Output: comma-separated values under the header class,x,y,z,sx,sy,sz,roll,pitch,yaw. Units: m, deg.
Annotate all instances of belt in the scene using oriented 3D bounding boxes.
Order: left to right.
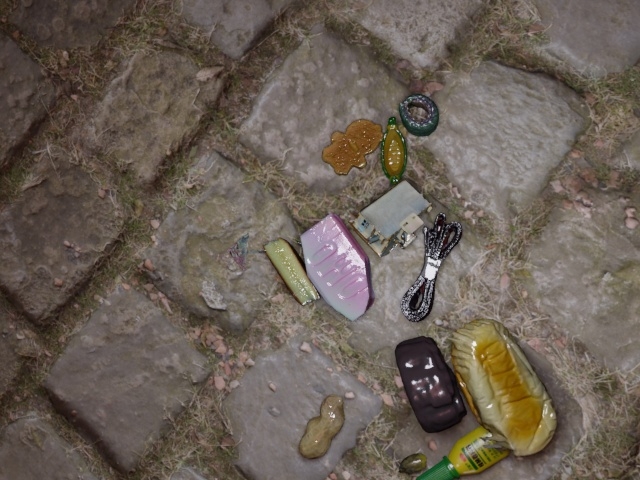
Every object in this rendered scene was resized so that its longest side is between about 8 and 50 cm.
class,x,y,z,sx,sy,sz,roll,pitch,yaw
belt,0.352,0.091,1.674,0.126,0.094,0.360,18,89,10

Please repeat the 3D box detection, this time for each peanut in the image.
class,x,y,z,sx,sy,sz,roll,pitch,yaw
peanut,0.009,0.606,1.698,0.104,0.085,0.228,34,91,33

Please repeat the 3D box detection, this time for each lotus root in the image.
class,x,y,z,sx,sy,sz,roll,pitch,yaw
lotus root,0.287,0.699,1.638,0.099,0.054,0.049,-26,89,9

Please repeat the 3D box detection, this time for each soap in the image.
class,x,y,z,sx,sy,sz,roll,pitch,yaw
soap,0.062,0.094,1.709,0.192,0.109,0.324,-36,87,10

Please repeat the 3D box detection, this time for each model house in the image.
class,x,y,z,sx,sy,sz,roll,pitch,yaw
model house,0.215,-0.042,1.682,0.178,0.206,0.271,45,56,10

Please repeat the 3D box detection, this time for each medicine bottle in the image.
class,x,y,z,sx,sy,sz,roll,pitch,yaw
medicine bottle,0.428,0.677,1.599,0.309,0.076,0.111,-36,76,8

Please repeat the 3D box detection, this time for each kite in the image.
class,x,y,z,sx,sy,sz,roll,pitch,yaw
kite,-0.264,0.041,1.866,0.156,0.011,0.139,2,87,14

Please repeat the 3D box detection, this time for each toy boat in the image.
class,x,y,z,sx,sy,sz,roll,pitch,yaw
toy boat,0.244,-0.293,1.745,0.088,0.088,0.230,-4,83,13

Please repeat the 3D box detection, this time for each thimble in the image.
class,x,y,z,sx,sy,sz,roll,pitch,yaw
thimble,0.330,-0.418,1.740,0.118,0.090,0.135,-35,75,4

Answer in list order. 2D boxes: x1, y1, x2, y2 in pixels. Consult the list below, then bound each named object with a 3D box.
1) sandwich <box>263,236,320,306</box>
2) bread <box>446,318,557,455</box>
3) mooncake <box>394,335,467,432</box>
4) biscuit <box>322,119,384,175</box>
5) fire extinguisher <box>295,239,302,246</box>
class,x,y,z,sx,sy,sz,roll,pitch,yaw
sandwich,-0.093,0.108,1.775,0.094,0.096,0.258,-32,76,1
bread,0.533,0.420,1.533,0.235,0.183,0.389,-17,82,-9
mooncake,0.330,0.417,1.547,0.141,0.283,0.283,-23,79,10
biscuit,0.115,-0.328,1.807,0.225,0.036,0.166,-45,77,2
fire extinguisher,0.000,0.000,1.793,0.157,0.045,0.078,-23,101,8
